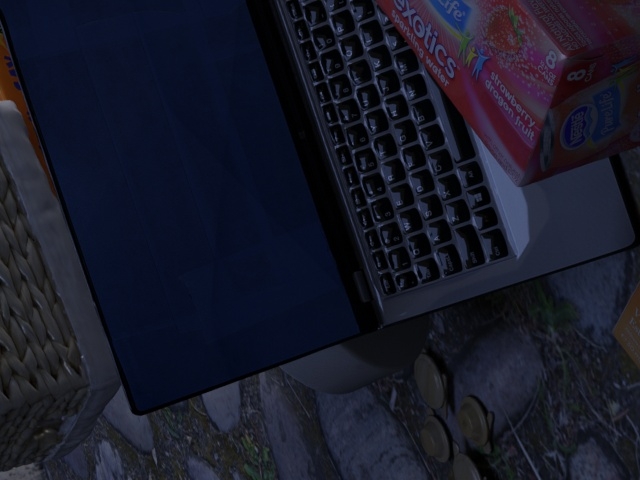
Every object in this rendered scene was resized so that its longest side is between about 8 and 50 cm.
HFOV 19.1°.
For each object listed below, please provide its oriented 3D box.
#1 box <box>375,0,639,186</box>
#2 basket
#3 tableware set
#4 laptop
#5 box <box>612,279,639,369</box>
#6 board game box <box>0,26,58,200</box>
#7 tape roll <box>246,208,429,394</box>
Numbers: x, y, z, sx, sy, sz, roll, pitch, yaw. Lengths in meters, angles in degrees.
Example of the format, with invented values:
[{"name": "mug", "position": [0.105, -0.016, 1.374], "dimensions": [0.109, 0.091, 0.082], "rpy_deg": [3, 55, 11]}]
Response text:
[{"name": "box", "position": [0.148, -0.210, 1.476], "dimensions": [0.300, 0.142, 0.154], "rpy_deg": [56, 151, 28]}, {"name": "basket", "position": [-0.405, 0.086, 2.006], "dimensions": [0.331, 0.266, 0.328], "rpy_deg": [64, 155, 12]}, {"name": "tableware set", "position": [0.145, 0.207, 2.079], "dimensions": [0.168, 0.020, 0.141], "rpy_deg": [46, 145, 48]}, {"name": "laptop", "position": [0.002, -0.104, 1.618], "dimensions": [0.236, 0.408, 0.381], "rpy_deg": [-17, -92, -68]}, {"name": "box", "position": [0.305, 0.057, 1.383], "dimensions": [0.130, 0.091, 0.170], "rpy_deg": [57, 154, 27]}, {"name": "board game box", "position": [-0.220, -0.114, 2.233], "dimensions": [0.356, 0.356, 0.356], "rpy_deg": [68, 156, 10]}, {"name": "tape roll", "position": [-0.021, -0.037, 1.880], "dimensions": [0.072, 0.392, 0.392], "rpy_deg": [-25, 81, 23]}]
